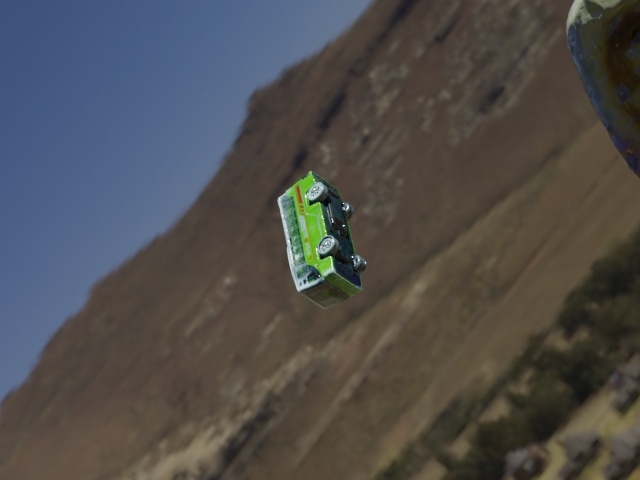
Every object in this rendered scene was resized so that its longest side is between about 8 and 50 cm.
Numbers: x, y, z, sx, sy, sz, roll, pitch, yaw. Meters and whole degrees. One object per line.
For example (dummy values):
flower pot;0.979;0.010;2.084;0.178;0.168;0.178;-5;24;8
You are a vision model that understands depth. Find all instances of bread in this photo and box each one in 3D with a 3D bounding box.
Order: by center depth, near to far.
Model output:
bread;0.296;-0.172;1.269;0.155;0.187;0.338;-20;14;22

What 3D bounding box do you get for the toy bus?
toy bus;0.000;0.000;0.897;0.037;0.031;0.083;-35;42;23
